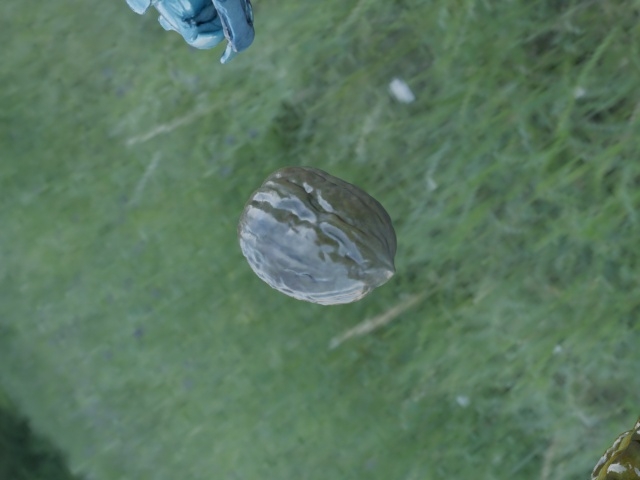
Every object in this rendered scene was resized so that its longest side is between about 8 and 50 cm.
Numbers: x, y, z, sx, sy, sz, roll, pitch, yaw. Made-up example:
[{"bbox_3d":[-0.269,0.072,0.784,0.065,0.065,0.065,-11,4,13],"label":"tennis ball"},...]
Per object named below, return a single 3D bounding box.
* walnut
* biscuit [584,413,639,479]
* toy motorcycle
[{"bbox_3d":[0.000,-0.002,1.829,0.230,0.178,0.178,25,141,25],"label":"walnut"},{"bbox_3d":[0.261,0.323,1.456,0.078,0.335,0.329,38,170,15],"label":"biscuit"},{"bbox_3d":[-0.179,-0.349,1.862,0.206,0.154,0.260,34,158,32],"label":"toy motorcycle"}]
